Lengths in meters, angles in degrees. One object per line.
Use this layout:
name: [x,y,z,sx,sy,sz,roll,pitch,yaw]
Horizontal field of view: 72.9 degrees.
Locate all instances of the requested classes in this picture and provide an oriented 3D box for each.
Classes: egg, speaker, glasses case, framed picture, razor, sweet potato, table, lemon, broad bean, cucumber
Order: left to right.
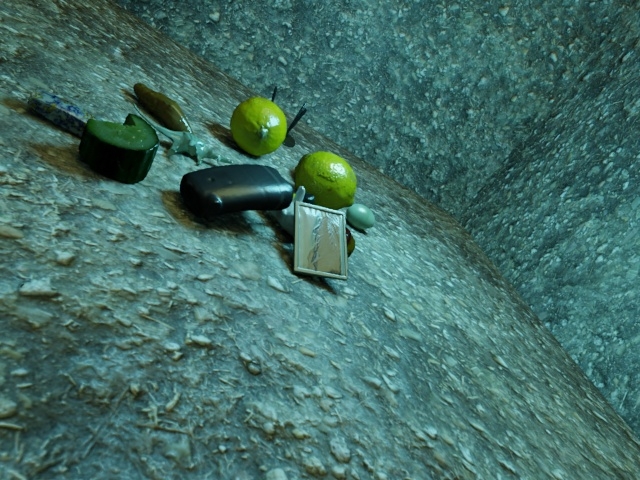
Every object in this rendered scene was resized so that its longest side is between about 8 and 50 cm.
glasses case: [-0.715,-0.355,1.272,0.248,0.065,0.087,29,28,-23]
cucumber: [-0.554,-0.255,1.206,0.191,0.130,0.191,23,34,-17]
sweet potato: [-0.636,-0.539,1.755,0.354,0.095,0.106,41,-20,7]
razor: [-0.257,-0.161,1.370,0.349,0.113,0.204,-12,45,-42]
lemon: [-0.293,-0.537,2.049,0.293,0.293,0.293,30,21,-13]
table: [-0.202,-0.758,2.688,0.317,0.249,0.317,30,21,-13]
speaker: [-0.071,-0.156,1.827,0.094,0.075,0.060,-17,43,-34]
framed picture: [0.000,0.000,1.437,0.192,0.018,0.265,11,58,-21]
lemon: [0.028,-0.262,1.952,0.310,0.258,0.258,37,21,2]
broad bean: [0.044,0.008,1.569,0.156,0.122,0.228,42,23,13]
egg: [0.193,-0.113,2.077,0.152,0.114,0.114,34,20,-12]

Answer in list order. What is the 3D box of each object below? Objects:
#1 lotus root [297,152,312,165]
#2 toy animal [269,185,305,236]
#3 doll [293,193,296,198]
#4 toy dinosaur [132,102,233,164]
lotus root: [-0.031,-0.366,2.216,0.183,0.182,0.310,29,18,-17]
toy animal: [-0.131,-0.131,1.571,0.282,0.138,0.140,46,46,16]
doll: [-0.163,-0.175,1.734,0.135,0.071,0.113,20,-10,32]
toy dinosaur: [-0.504,-0.356,1.570,0.393,0.092,0.205,27,22,-17]
